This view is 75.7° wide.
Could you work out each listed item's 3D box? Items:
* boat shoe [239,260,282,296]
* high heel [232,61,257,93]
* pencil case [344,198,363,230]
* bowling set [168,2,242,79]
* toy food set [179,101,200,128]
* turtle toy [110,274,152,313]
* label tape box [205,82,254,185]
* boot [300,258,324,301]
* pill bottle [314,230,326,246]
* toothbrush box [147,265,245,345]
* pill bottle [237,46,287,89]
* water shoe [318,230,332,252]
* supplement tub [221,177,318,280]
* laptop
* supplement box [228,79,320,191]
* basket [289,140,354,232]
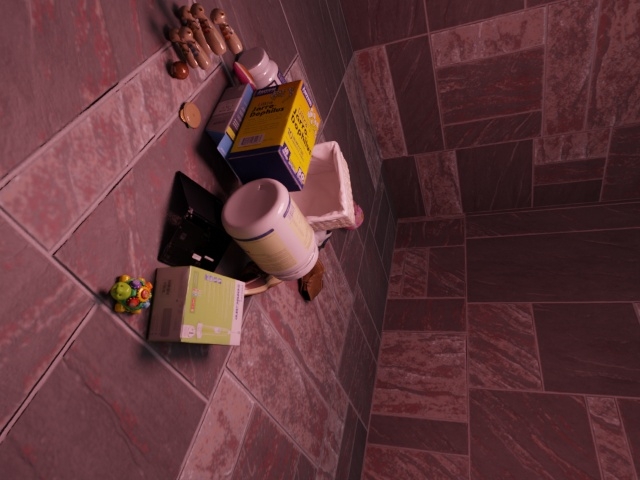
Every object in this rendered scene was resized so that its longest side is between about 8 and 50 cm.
[{"bbox_3d":[-0.248,0.136,1.530,0.342,0.124,0.123,-18,90,-67],"label":"boat shoe"},{"bbox_3d":[-0.287,-0.557,1.563,0.244,0.117,0.082,44,22,-56],"label":"high heel"},{"bbox_3d":[0.132,-0.207,2.450,0.386,0.160,0.166,46,37,-57],"label":"pencil case"},{"bbox_3d":[-0.387,-0.596,1.232,0.200,0.287,0.154,-46,130,-17],"label":"bowling set"},{"bbox_3d":[-0.415,-0.400,1.321,0.082,0.020,0.083,54,38,-53],"label":"toy food set"},{"bbox_3d":[-0.471,0.133,1.027,0.130,0.066,0.095,31,57,-64],"label":"turtle toy"},{"bbox_3d":[-0.293,-0.357,1.496,0.249,0.115,0.347,59,37,-47],"label":"label tape box"},{"bbox_3d":[-0.051,0.178,1.974,0.305,0.113,0.115,81,31,-44],"label":"boot"},{"bbox_3d":[-0.035,-0.087,2.033,0.146,0.147,0.263,60,33,-47],"label":"pill bottle"},{"bbox_3d":[-0.355,0.204,1.227,0.283,0.122,0.205,32,56,-62],"label":"toothbrush box"},{"bbox_3d":[-0.218,-0.633,1.670,0.264,0.154,0.153,51,41,-55],"label":"pill bottle"},{"bbox_3d":[0.000,0.000,2.231,0.203,0.073,0.080,-42,147,-58],"label":"water shoe"},{"bbox_3d":[-0.159,-0.026,1.406,0.324,0.236,0.235,58,35,-47],"label":"supplement tub"},{"bbox_3d":[-0.400,-0.041,1.305,0.264,0.137,0.234,-62,150,-8],"label":"laptop"},{"bbox_3d":[-0.148,-0.359,1.444,0.194,0.196,0.356,58,36,-49],"label":"supplement box"},{"bbox_3d":[-0.038,-0.210,1.782,0.266,0.329,0.330,29,53,-74],"label":"basket"}]
